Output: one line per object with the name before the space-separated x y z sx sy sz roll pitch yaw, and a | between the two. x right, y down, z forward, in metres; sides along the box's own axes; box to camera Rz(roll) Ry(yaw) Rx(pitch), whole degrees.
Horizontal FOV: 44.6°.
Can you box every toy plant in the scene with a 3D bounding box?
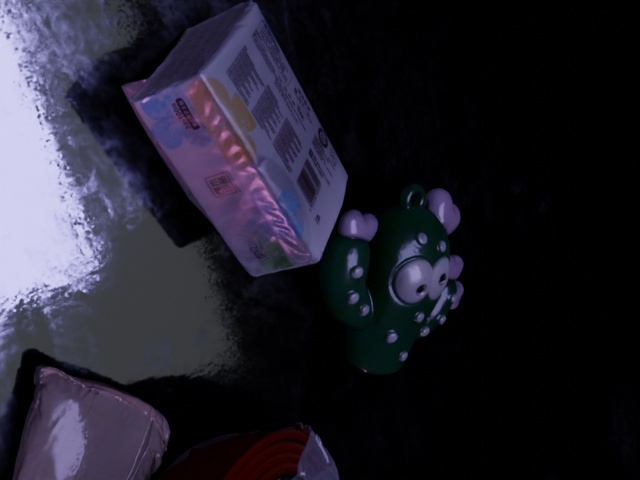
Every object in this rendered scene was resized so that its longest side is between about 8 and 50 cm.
toy plant | 0.097 0.045 0.984 0.232 0.112 0.243 -29 126 -32

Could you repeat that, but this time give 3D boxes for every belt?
belt | -0.086 0.338 0.835 0.227 0.115 0.324 63 35 -20

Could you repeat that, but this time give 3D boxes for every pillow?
pillow | -0.258 0.274 0.785 0.173 0.067 0.270 28 80 -39

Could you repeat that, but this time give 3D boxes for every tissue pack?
tissue pack | -0.091 -0.095 0.807 0.229 0.145 0.159 59 32 -31

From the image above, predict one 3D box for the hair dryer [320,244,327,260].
hair dryer | 0.000 0.000 0.950 0.063 0.037 0.124 -52 132 -17
